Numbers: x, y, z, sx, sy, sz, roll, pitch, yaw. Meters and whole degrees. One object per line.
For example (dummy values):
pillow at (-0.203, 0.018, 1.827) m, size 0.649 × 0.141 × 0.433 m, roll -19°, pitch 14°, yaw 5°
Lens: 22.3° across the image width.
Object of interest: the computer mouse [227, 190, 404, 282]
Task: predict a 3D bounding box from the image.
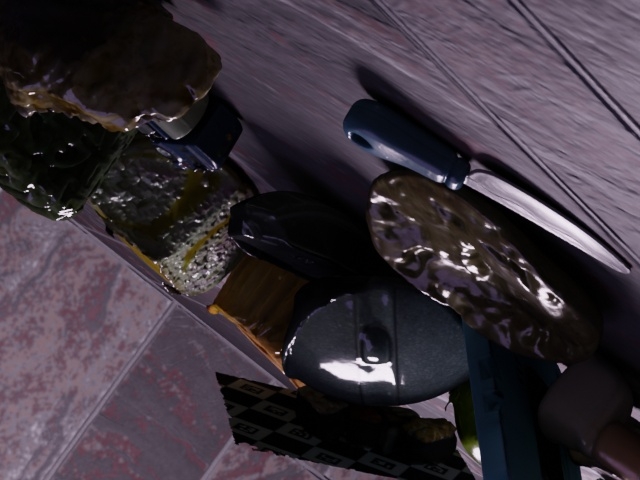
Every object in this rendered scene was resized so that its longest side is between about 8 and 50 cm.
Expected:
computer mouse at (-0.001, -0.003, 1.711) m, size 0.126 × 0.071 × 0.231 m, roll 4°, pitch 164°, yaw 44°

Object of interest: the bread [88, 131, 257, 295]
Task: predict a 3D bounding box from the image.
bread at (-0.181, -0.053, 1.889) m, size 0.156 × 0.158 × 0.260 m, roll 43°, pitch 174°, yaw 22°

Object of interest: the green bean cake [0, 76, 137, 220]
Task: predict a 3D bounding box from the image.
green bean cake at (-0.287, -0.135, 1.711) m, size 0.094 × 0.183 × 0.185 m, roll 23°, pitch 164°, yaw 47°

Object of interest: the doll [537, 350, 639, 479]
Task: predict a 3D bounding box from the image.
doll at (0.376, 0.265, 1.477) m, size 0.423 × 0.161 × 0.348 m, roll 35°, pitch -172°, yaw 7°

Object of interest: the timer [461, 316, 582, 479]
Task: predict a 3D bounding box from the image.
timer at (0.176, 0.188, 1.553) m, size 0.091 × 0.232 × 0.250 m, roll -14°, pitch 147°, yaw 17°

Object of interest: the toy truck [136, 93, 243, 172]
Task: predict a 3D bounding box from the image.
toy truck at (-0.159, -0.147, 1.569) m, size 0.088 × 0.074 × 0.202 m, roll 11°, pitch 155°, yaw 47°

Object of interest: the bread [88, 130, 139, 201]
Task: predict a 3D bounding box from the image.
bread at (-0.308, -0.133, 2.036) m, size 0.234 × 0.110 × 0.184 m, roll 40°, pitch 173°, yaw -16°

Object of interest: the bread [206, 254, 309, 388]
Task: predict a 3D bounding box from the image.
bread at (-0.006, 0.107, 2.032) m, size 0.274 × 0.149 × 0.274 m, roll 40°, pitch 175°, yaw 4°

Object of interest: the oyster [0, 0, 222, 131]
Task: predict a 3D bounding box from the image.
oyster at (-0.234, -0.198, 1.401) m, size 0.341 × 0.166 × 0.110 m, roll 49°, pitch -172°, yaw 31°

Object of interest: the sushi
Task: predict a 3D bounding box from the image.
sushi at (0.033, 0.197, 1.848) m, size 0.290 × 0.050 × 0.264 m, roll 13°, pitch -170°, yaw -10°

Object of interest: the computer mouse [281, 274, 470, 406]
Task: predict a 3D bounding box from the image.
computer mouse at (0.067, 0.115, 1.724) m, size 0.203 × 0.114 × 0.374 m, roll 2°, pitch 169°, yaw 7°

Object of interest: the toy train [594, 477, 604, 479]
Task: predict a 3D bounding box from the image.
toy train at (0.380, 0.386, 2.171) m, size 0.071 × 0.104 × 0.178 m, roll 34°, pitch 170°, yaw 37°

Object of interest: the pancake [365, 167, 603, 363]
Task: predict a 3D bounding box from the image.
pancake at (0.137, 0.013, 1.375) m, size 0.242 × 0.050 × 0.242 m, roll 33°, pitch 161°, yaw 13°

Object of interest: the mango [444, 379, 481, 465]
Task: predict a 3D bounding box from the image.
mango at (0.216, 0.214, 1.936) m, size 0.178 × 0.100 × 0.119 m, roll 38°, pitch -149°, yaw -66°

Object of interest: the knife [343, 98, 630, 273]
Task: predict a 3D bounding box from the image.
knife at (0.126, -0.040, 1.220) m, size 0.244 × 0.032 × 0.058 m, roll 29°, pitch 161°, yaw 12°
